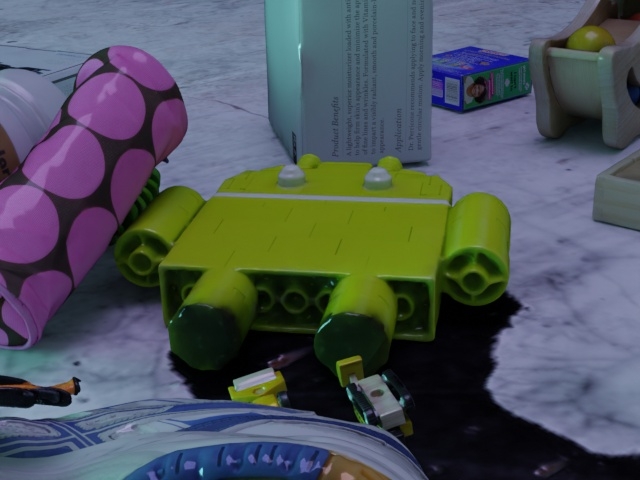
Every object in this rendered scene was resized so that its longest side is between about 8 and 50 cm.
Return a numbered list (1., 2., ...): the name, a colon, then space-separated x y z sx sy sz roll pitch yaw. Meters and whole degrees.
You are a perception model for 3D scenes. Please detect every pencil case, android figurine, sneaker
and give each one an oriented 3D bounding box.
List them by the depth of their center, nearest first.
1. sneaker: -0.102 0.114 0.388 0.296 0.111 0.131 1 2 10
2. pencil case: -0.163 -0.028 0.645 0.098 0.095 0.209 -5 38 32
3. android figurine: 0.000 0.000 0.681 0.248 0.056 0.273 3 25 12

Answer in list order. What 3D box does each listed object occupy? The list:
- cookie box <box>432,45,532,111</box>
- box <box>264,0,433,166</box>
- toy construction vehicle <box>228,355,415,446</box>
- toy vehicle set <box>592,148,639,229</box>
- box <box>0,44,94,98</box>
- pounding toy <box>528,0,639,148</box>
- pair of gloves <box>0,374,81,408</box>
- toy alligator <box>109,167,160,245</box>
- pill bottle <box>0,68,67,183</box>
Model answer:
1. cookie box: 0.155 -0.172 1.093 0.107 0.040 0.092 -19 28 -34
2. box: 0.020 -0.174 0.927 0.119 0.181 0.182 -6 23 -11
3. toy construction vehicle: -0.001 0.091 0.497 0.086 0.035 0.098 -19 24 -12
4. toy vehicle set: 0.353 -0.028 0.741 0.267 0.035 0.166 16 29 37
5. box: -0.326 -0.093 0.882 0.169 0.087 0.290 10 26 27
6. pounding toy: 0.317 -0.181 0.957 0.155 0.154 0.269 14 28 34
7. pair of gloves: -0.125 0.053 0.370 0.074 0.010 0.083 0 -4 -10
8. toy alligator: -0.156 -0.022 0.757 0.051 0.056 0.189 38 32 -11
9. pill bottle: -0.264 -0.039 0.691 0.131 0.131 0.229 8 24 21
